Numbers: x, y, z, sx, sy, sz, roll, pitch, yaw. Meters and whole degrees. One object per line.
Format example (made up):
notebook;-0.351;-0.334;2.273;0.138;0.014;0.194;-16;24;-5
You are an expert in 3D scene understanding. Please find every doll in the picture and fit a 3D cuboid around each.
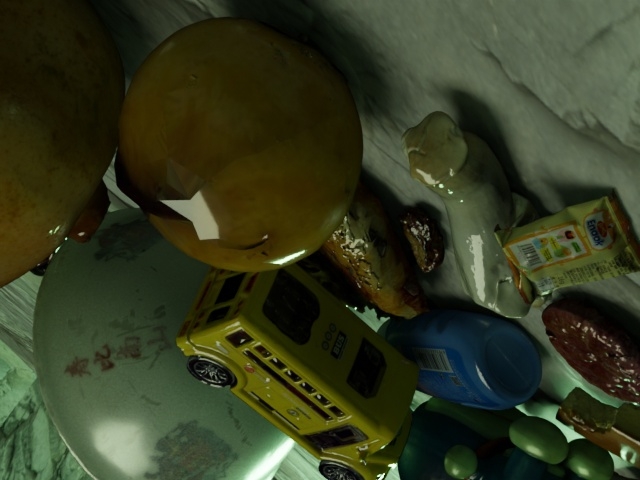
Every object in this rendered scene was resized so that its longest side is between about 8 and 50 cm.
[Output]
doll;0.211;0.287;1.722;0.198;0.186;0.322;26;175;-19

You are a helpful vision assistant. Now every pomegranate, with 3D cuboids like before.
pomegranate;-0.390;-0.127;1.479;0.416;0.417;0.417;31;161;12

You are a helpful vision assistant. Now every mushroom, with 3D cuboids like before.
mushroom;0.146;-0.019;1.251;0.099;0.096;0.278;19;152;37

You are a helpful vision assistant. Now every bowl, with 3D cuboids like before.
bowl;-0.129;0.129;1.732;0.196;0.435;0.435;-25;123;40

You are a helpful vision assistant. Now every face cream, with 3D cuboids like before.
face cream;0.154;0.143;1.647;0.149;0.083;0.264;51;157;-18

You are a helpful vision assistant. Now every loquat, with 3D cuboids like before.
loquat;-0.074;-0.088;1.243;0.235;0.235;0.235;31;161;12

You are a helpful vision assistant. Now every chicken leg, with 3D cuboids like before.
chicken leg;0.109;0.005;1.464;0.062;0.037;0.145;42;168;25

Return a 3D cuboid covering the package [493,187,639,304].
package;0.221;0.008;1.206;0.120;0.031;0.108;-18;137;20

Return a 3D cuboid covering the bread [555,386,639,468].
bread;0.377;0.232;1.549;0.226;0.049;0.088;29;161;19

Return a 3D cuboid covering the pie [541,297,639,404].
pie;0.287;0.114;1.404;0.154;0.036;0.154;41;168;10

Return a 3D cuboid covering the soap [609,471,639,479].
soap;0.494;0.416;1.680;0.281;0.143;0.259;7;150;45

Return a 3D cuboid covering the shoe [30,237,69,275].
shoe;-0.414;0.004;2.193;0.114;0.137;0.291;24;160;32

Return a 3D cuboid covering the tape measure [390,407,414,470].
tape measure;0.086;0.265;2.041;0.215;0.098;0.351;48;160;-30

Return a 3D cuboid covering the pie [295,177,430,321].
pie;0.001;-0.001;1.554;0.308;0.085;0.308;31;162;11

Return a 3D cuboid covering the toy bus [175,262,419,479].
toy bus;-0.002;0.154;1.586;0.331;0.145;0.151;41;142;-25
